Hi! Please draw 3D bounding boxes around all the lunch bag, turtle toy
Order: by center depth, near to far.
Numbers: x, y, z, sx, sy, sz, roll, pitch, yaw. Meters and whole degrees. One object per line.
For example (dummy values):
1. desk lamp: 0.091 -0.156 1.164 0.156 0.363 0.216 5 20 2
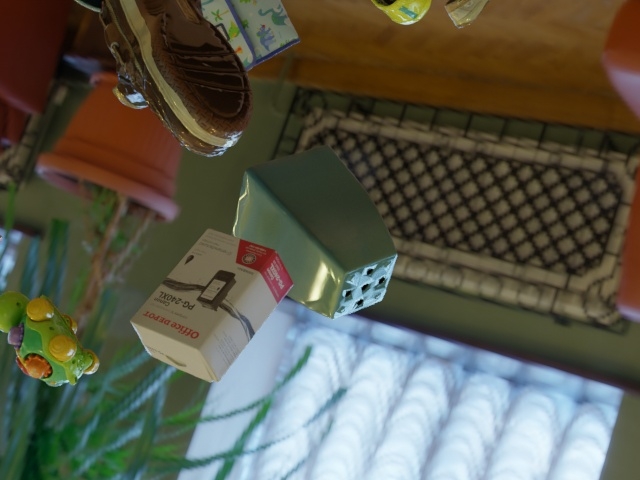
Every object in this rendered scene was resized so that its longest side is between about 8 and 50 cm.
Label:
1. turtle toy: -0.292 0.101 1.221 0.130 0.066 0.095 52 176 21
2. lunch bag: -0.126 -0.306 1.670 0.129 0.151 0.096 64 163 -13

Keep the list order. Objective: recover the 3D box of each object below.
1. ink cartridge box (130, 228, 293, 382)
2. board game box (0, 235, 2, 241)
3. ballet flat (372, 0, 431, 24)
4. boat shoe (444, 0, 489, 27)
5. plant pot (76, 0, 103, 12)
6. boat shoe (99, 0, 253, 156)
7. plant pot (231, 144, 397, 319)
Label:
1. ink cartridge box: -0.121 0.070 1.302 0.109 0.150 0.063 17 147 35
2. board game box: -0.581 -0.066 1.593 0.281 0.027 0.145 41 -147 14
3. ballet flat: 0.043 -0.338 1.304 0.077 0.077 0.231 -7 -120 -57
4. boat shoe: 0.222 -0.358 1.624 0.045 0.135 0.050 44 161 -23
5. plant pot: -0.305 -0.494 2.007 0.271 0.272 0.255 18 180 7
6. boat shoe: -0.131 -0.146 0.996 0.095 0.095 0.257 15 -144 -34
7. plant pot: 0.000 0.000 1.825 0.165 0.166 0.234 -19 -128 -33
